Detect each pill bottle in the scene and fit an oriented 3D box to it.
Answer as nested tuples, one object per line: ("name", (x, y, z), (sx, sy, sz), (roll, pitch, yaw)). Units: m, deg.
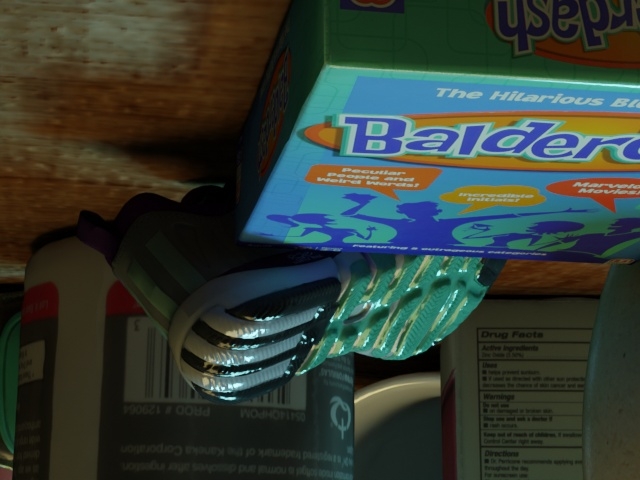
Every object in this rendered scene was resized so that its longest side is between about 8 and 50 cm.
("pill bottle", (-0.071, 0.164, 0.752), (0.176, 0.318, 0.176), (1, 168, 0))

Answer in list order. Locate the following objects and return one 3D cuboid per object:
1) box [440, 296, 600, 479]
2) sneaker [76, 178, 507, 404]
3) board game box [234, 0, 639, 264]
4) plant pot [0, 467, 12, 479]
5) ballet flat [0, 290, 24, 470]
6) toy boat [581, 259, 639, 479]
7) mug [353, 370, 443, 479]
("box", (0.151, 0.162, 0.911), (0.148, 0.232, 0.127), (1, 161, 1))
("sneaker", (0.000, 0.000, 0.642), (0.098, 0.083, 0.224), (42, -154, 24))
("board game box", (0.062, -0.037, 0.471), (0.160, 0.047, 0.210), (3, 167, -8))
("plant pot", (-0.288, 0.201, 1.104), (0.275, 0.243, 0.275), (0, 167, 0))
("ballet flat", (-0.204, 0.080, 0.902), (0.348, 0.123, 0.123), (2, 167, -10))
("toy boat", (0.231, 0.077, 0.664), (0.148, 0.267, 0.318), (0, -160, 34))
("mug", (0.109, 0.224, 1.237), (0.374, 0.276, 0.328), (28, -173, 24))
